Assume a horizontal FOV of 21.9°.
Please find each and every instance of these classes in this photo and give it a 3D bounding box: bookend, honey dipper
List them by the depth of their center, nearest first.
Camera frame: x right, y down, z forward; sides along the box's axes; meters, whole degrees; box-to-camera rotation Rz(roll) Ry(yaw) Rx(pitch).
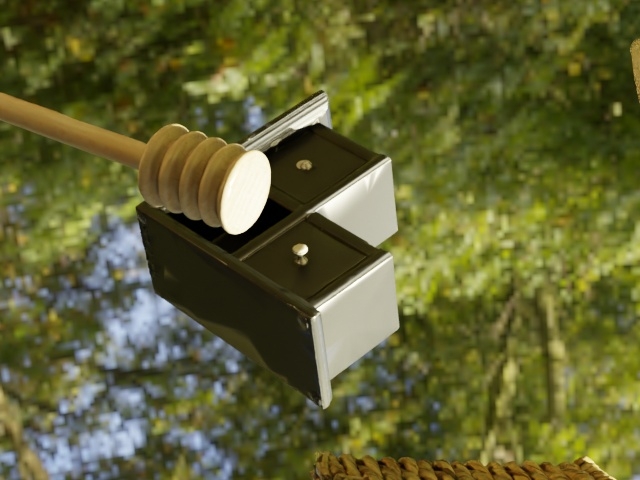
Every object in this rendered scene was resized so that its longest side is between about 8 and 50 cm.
[{"bbox_3d":[-0.092,-0.039,0.592,0.160,0.030,0.030,18,-149,26],"label":"honey dipper"},{"bbox_3d":[0.000,0.000,0.999,0.156,0.072,0.157,-34,-133,-28],"label":"bookend"}]

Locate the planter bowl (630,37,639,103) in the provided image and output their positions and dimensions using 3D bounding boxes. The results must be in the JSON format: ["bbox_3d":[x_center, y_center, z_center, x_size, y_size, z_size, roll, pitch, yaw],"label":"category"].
[{"bbox_3d":[0.263,-0.095,1.058,0.109,0.162,0.162,-14,-161,20],"label":"planter bowl"}]

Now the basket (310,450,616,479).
[{"bbox_3d":[0.121,0.279,1.063,0.223,0.213,0.299,5,-169,-18],"label":"basket"}]
